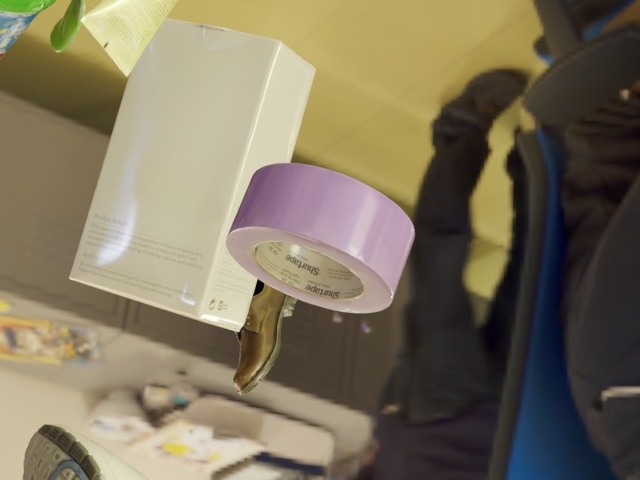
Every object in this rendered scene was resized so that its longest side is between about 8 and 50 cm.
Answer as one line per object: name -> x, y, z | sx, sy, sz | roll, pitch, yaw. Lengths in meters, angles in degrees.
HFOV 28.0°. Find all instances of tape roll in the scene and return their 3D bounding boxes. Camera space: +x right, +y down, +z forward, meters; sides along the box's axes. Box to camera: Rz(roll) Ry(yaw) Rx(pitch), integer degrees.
tape roll -> 0.000, 0.000, 1.370 | 0.189, 0.080, 0.189 | 19, 157, 8

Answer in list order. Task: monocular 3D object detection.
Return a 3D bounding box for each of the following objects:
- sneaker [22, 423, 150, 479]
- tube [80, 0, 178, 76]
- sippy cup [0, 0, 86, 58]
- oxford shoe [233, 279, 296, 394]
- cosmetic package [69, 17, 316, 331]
sneaker -> -0.191, 0.297, 1.327 | 0.297, 0.111, 0.129 | 39, -165, 21
tube -> -0.190, -0.313, 1.519 | 0.070, 0.240, 0.062 | 33, 159, -2
sippy cup -> -0.502, -0.342, 1.792 | 0.305, 0.240, 0.224 | 37, 124, -8
oxford shoe -> -0.112, 0.146, 2.084 | 0.096, 0.227, 0.083 | 33, 138, -22
cosmetic package -> -0.171, -0.094, 1.757 | 0.217, 0.385, 0.156 | 16, 175, 22
